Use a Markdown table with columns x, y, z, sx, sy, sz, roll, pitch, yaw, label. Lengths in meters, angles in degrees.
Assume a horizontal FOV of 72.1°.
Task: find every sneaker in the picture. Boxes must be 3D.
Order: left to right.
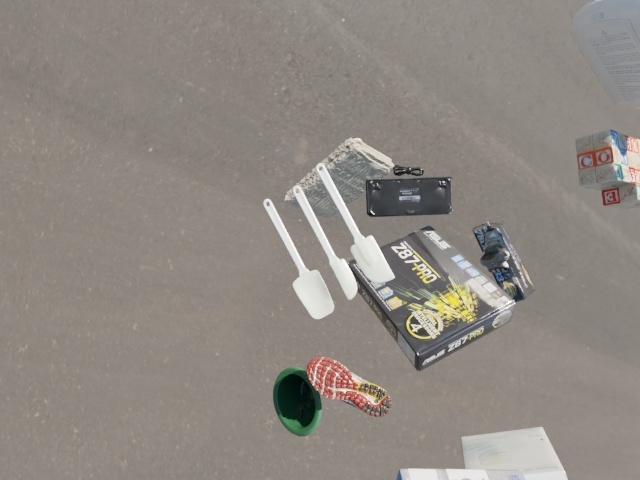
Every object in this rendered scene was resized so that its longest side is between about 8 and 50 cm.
| x | y | z | sx | sy | sz | roll | pitch | yaw | label |
| --- | --- | --- | --- | --- | --- | --- | --- | --- | --- |
| 0.064 | 0.371 | 1.106 | 0.225 | 0.093 | 0.088 | 30 | 74 | 6 | sneaker |
| 0.539 | 0.014 | 1.382 | 0.228 | 0.086 | 0.132 | 40 | 46 | -61 | sneaker |

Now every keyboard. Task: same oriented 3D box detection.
| x | y | z | sx | sy | sz | roll | pitch | yaw | label |
| --- | --- | --- | --- | --- | --- | --- | --- | --- | --- |
| 0.186 | -0.106 | 0.926 | 0.180 | 0.023 | 0.108 | -2 | 91 | 1 | keyboard |

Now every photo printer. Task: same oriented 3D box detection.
| x | y | z | sx | sy | sz | roll | pitch | yaw | label |
| --- | --- | --- | --- | --- | --- | --- | --- | --- | --- |
| 0.753 | -0.454 | 1.037 | 0.307 | 0.256 | 0.107 | 42 | 95 | -20 | photo printer |

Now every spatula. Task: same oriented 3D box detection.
| x | y | z | sx | sy | sz | roll | pitch | yaw | label |
| --- | --- | --- | --- | --- | --- | --- | --- | --- | --- |
| 0.000 | 0.000 | 0.782 | 0.168 | 0.019 | 0.242 | -31 | 83 | 15 | spatula |

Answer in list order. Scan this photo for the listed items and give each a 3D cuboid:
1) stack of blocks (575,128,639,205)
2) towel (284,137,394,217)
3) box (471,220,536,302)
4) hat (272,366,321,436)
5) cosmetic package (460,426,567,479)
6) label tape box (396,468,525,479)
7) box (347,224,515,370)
| x | y | z | sx | sy | sz | roll | pitch | yaw | label |
| --- | --- | --- | --- | --- | --- | --- | --- | --- | --- |
| 0.808 | -0.183 | 1.186 | 0.297 | 0.087 | 0.171 | 1 | 82 | -36 | stack of blocks |
| 0.050 | -0.167 | 1.230 | 0.187 | 0.282 | 0.049 | 19 | 46 | -44 | towel |
| 0.683 | 0.075 | 1.627 | 0.293 | 0.073 | 0.296 | 1 | 64 | -58 | box |
| -0.018 | 0.435 | 1.261 | 0.183 | 0.208 | 0.173 | 10 | 124 | -50 | hat |
| 0.491 | 0.603 | 1.123 | 0.224 | 0.224 | 0.138 | -15 | 91 | 14 | cosmetic package |
| 0.303 | 0.506 | 0.708 | 0.333 | 0.241 | 0.106 | 2 | 119 | -3 | label tape box |
| 0.308 | 0.148 | 1.300 | 0.318 | 0.395 | 0.097 | -22 | 133 | -13 | box |
